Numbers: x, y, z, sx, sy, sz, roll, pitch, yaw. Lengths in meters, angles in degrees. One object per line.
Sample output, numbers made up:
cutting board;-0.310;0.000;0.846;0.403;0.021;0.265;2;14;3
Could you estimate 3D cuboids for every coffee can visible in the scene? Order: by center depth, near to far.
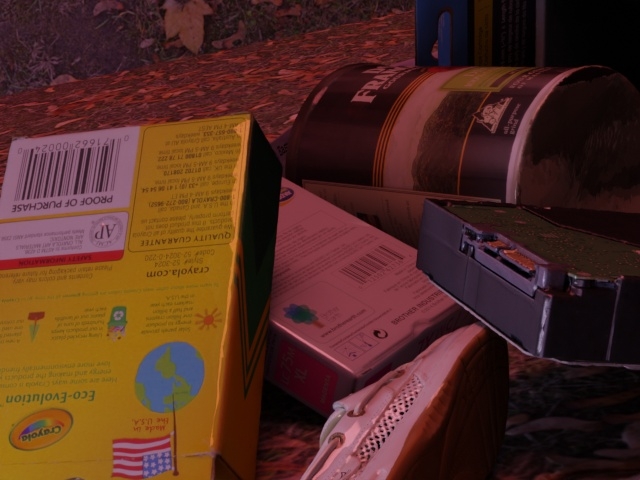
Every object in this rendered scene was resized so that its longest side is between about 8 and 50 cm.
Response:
coffee can;0.133;-0.058;1.232;0.201;0.202;0.275;-24;22;-39

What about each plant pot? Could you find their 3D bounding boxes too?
plant pot;0.387;-0.165;1.399;0.247;0.248;0.252;3;4;39

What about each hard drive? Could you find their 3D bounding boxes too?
hard drive;0.260;0.031;0.942;0.338;0.064;0.237;4;11;-16

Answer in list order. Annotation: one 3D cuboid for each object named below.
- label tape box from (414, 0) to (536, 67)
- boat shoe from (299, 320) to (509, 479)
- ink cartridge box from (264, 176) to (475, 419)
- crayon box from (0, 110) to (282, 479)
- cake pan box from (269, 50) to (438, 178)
label tape box;0.197;-0.274;1.445;0.333;0.241;0.106;-28;46;-24
boat shoe;0.043;0.124;0.853;0.096;0.098;0.277;0;20;27
ink cartridge box;-0.046;0.020;1.116;0.311;0.065;0.185;31;35;25
crayon box;-0.143;0.070;0.970;0.202;0.081;0.319;-4;59;16
cake pan box;0.083;-0.151;1.663;0.245;0.070;0.267;-19;-7;-31
